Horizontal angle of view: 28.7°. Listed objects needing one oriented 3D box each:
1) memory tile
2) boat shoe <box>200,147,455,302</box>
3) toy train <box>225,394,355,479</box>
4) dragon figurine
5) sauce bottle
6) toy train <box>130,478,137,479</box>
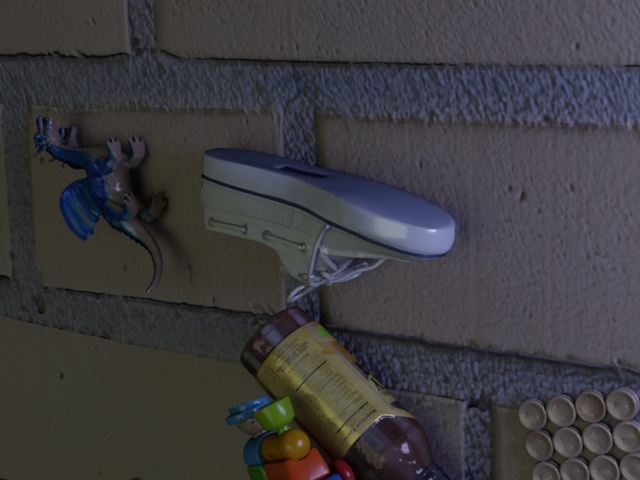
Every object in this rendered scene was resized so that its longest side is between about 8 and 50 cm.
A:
[{"bbox_3d":[0.298,0.226,1.416,0.148,0.012,0.113,-13,92,35],"label":"memory tile"},{"bbox_3d":[-0.007,0.001,1.499,0.367,0.136,0.156,17,108,33],"label":"boat shoe"},{"bbox_3d":[-0.030,0.244,1.446,0.143,0.105,0.248,66,155,2],"label":"toy train"},{"bbox_3d":[-0.294,-0.052,1.706,0.144,0.085,0.289,-25,85,34],"label":"dragon figurine"},{"bbox_3d":[0.052,0.230,1.521,0.344,0.111,0.111,45,120,17],"label":"sauce bottle"},{"bbox_3d":[-0.230,0.409,1.792,0.036,0.027,0.158,-44,74,20],"label":"toy train"}]
